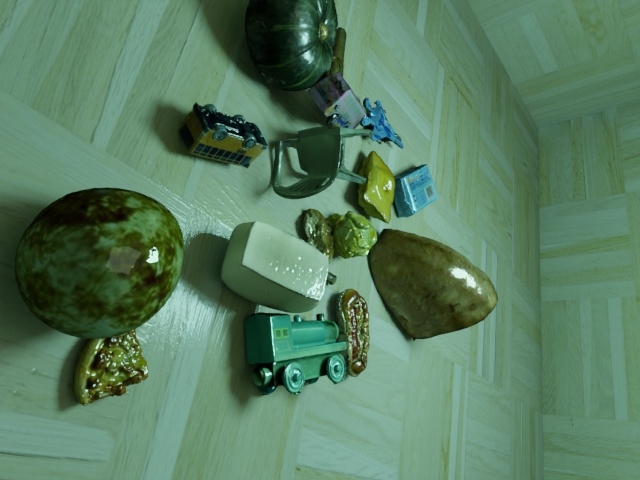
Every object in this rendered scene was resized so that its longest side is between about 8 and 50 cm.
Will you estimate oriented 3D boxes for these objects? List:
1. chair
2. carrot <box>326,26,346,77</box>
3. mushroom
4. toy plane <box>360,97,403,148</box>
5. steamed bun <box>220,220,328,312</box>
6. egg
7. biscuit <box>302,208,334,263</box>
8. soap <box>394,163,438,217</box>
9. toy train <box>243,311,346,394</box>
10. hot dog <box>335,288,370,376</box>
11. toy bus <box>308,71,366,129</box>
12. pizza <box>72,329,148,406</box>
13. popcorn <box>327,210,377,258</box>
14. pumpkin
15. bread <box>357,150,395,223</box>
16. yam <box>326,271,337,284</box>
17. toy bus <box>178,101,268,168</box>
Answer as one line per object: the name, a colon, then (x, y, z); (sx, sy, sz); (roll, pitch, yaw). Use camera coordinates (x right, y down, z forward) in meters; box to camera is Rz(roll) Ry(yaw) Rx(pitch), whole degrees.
chair: (0.004, -0.211, 1.331); (0.274, 0.203, 0.191); (-11, 102, -57)
carrot: (0.047, -0.567, 1.570); (0.070, 0.070, 0.342); (33, 56, -42)
mushroom: (0.358, 0.120, 1.631); (0.397, 0.313, 0.224); (51, 43, -23)
toy plane: (0.223, -0.391, 1.740); (0.246, 0.078, 0.169); (38, 54, -48)
steamed bun: (-0.113, 0.068, 1.139); (0.241, 0.164, 0.146); (27, 59, -24)
egg: (-0.346, 0.026, 0.811); (0.238, 0.238, 0.289); (62, 29, -21)
biscuit: (0.000, 0.000, 1.366); (0.118, 0.061, 0.183); (34, 44, -49)
soap: (0.354, -0.190, 1.853); (0.293, 0.077, 0.156); (-29, 103, -51)
toy train: (-0.052, 0.270, 1.218); (0.298, 0.120, 0.194); (7, 72, -50)
hot dog: (0.094, 0.267, 1.433); (0.131, 0.069, 0.253); (9, 76, -51)
toy bus: (0.055, -0.383, 1.419); (0.090, 0.112, 0.274); (56, 11, 10)
pizza: (-0.366, 0.217, 0.891); (0.134, 0.046, 0.175); (35, 56, -42)
popcorn: (0.090, -0.013, 1.446); (0.162, 0.141, 0.136); (33, 94, -19)
pumpkin: (-0.074, -0.548, 1.294); (0.300, 0.207, 0.300); (-23, 116, -58)
bread: (0.181, -0.175, 1.631); (0.161, 0.088, 0.233); (50, 44, -38)
yam: (-0.003, 0.088, 1.388); (0.129, 0.027, 0.033); (35, 100, -37)
toy bus: (-0.220, -0.233, 1.126); (0.182, 0.103, 0.091); (6, 48, -50)
